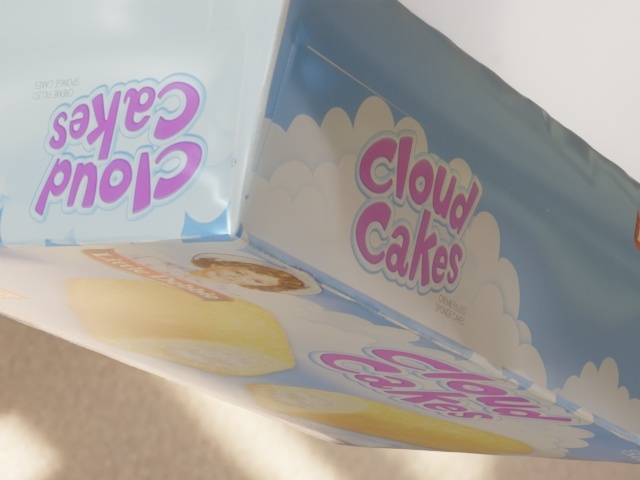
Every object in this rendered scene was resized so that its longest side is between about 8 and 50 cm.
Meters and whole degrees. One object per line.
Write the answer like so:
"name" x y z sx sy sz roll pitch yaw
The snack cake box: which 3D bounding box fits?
"snack cake box" 0.000 0.000 0.630 0.152 0.089 0.264 0 -17 37
